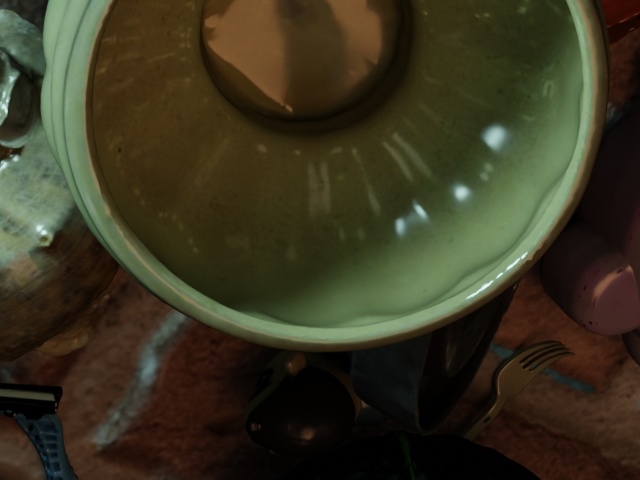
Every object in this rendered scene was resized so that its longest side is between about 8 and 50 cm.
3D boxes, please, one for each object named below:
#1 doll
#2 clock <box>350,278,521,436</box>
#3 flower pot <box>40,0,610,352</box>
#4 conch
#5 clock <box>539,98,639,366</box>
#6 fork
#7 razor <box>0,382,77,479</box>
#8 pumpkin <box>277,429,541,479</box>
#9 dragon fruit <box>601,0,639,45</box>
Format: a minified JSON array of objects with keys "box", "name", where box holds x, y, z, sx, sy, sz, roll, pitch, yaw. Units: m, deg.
[{"box":[0.007,0.110,1.445,0.179,0.089,0.102,-23,131,-46],"name":"doll"},{"box":[0.101,-0.003,1.341,0.280,0.055,0.281,22,90,-76],"name":"clock"},{"box":[-0.004,-0.111,1.083,0.307,0.244,0.307,-3,112,-7],"name":"flower pot"},{"box":[-0.197,-0.005,1.198,0.210,0.159,0.291,-35,132,-18],"name":"conch"},{"box":[0.347,-0.012,1.543,0.322,0.113,0.296,18,108,-35],"name":"clock"},{"box":[0.118,0.158,1.575,0.219,0.028,0.034,-47,138,8],"name":"fork"},{"box":[-0.185,0.189,1.403,0.082,0.042,0.253,0,130,19],"name":"razor"},{"box":[0.059,0.300,1.455,0.295,0.296,0.296,-14,124,-22],"name":"pumpkin"},{"box":[0.172,-0.265,1.178,0.189,0.290,0.291,-16,125,-16],"name":"dragon fruit"}]
